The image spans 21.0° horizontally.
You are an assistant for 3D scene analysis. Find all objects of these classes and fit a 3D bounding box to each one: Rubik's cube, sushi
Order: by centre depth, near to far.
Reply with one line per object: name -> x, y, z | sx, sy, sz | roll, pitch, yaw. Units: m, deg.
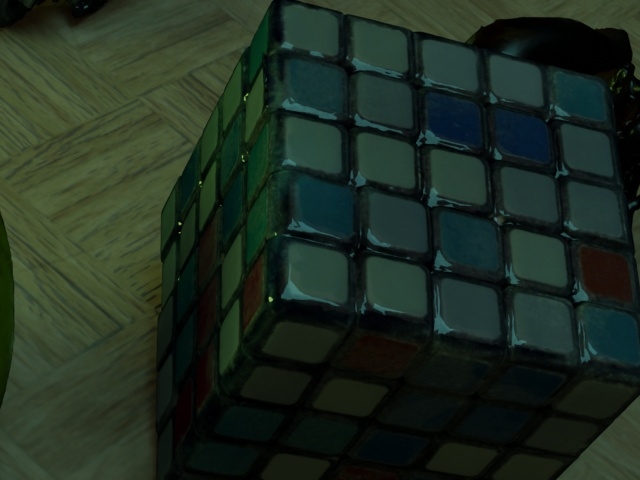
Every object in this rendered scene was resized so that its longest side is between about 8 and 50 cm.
Rubik's cube -> 0.048, 0.034, 1.309 | 0.293, 0.287, 0.292 | 10, 53, -19
sushi -> 0.218, -0.110, 1.668 | 0.227, 0.212, 0.215 | 16, 40, -11

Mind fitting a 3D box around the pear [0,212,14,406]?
pear -> -0.342, 0.022, 1.145 | 0.286, 0.282, 0.176 | 29, 30, 4

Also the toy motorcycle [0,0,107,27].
toy motorcycle -> -0.228, -0.303, 1.684 | 0.106, 0.159, 0.270 | 37, 37, 9
